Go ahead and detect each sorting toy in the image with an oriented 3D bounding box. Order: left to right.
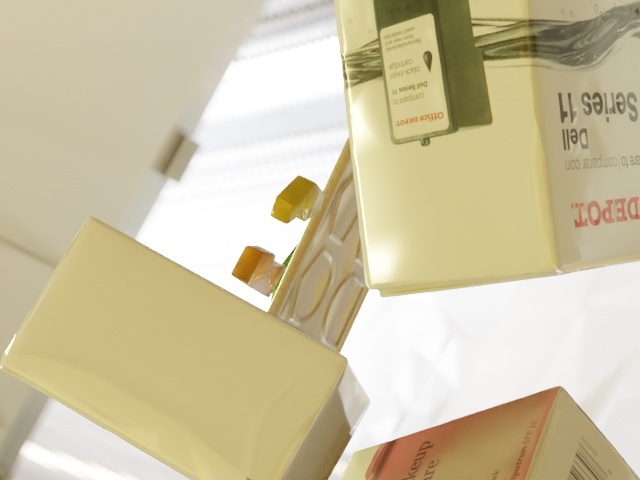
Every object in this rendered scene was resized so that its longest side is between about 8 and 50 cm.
[{"bbox_3d":[0.000,0.000,1.748,0.041,0.229,0.307,27,175,21],"label":"sorting toy"}]

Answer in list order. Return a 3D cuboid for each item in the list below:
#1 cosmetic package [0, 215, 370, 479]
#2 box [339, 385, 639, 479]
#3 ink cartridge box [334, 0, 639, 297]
[{"bbox_3d":[-0.095,0.110,1.450,0.224,0.138,0.224,29,173,11],"label":"cosmetic package"},{"bbox_3d":[0.123,0.235,1.531,0.127,0.232,0.148,49,-138,-21],"label":"box"},{"bbox_3d":[0.079,-0.088,0.741,0.087,0.208,0.153,-6,-179,34],"label":"ink cartridge box"}]
